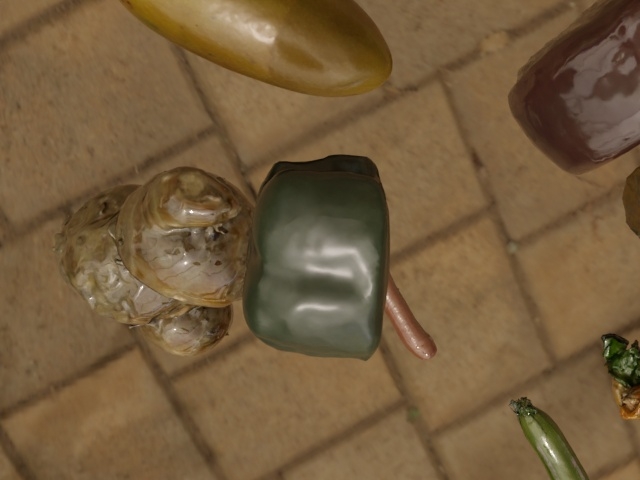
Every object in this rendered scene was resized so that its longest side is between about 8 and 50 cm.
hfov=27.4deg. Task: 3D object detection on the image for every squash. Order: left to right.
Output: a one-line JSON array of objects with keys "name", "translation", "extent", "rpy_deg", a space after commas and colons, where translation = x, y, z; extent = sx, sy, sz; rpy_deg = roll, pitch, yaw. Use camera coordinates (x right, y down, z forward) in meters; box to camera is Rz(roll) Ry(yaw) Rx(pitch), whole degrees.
[{"name": "squash", "translation": [0.317, 0.288, 1.797], "extent": [0.052, 0.052, 0.183], "rpy_deg": [-34, 97, -2]}]

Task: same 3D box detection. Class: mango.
[{"name": "mango", "translation": [-0.055, -0.194, 1.070], "extent": [0.253, 0.138, 0.113], "rpy_deg": [25, 110, -7]}]

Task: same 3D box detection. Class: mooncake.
[{"name": "mooncake", "translation": [0.000, 0.000, 0.922], "extent": [0.104, 0.175, 0.168], "rpy_deg": [9, 66, 0]}, {"name": "mooncake", "translation": [0.407, -0.239, 1.680], "extent": [0.334, 0.326, 0.174], "rpy_deg": [-41, 91, -13]}]

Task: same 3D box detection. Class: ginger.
[{"name": "ginger", "translation": [-0.172, 0.012, 1.554], "extent": [0.256, 0.375, 0.176], "rpy_deg": [31, 62, -11]}]

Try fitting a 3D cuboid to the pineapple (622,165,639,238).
[{"name": "pineapple", "translation": [0.511, -0.032, 1.710], "extent": [0.251, 0.125, 0.125], "rpy_deg": [14, 105, -25]}]

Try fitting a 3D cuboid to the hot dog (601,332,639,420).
[{"name": "hot dog", "translation": [0.244, 0.097, 0.743], "extent": [0.188, 0.055, 0.072], "rpy_deg": [16, 149, -15]}]

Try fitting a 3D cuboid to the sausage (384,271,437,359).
[{"name": "sausage", "translation": [0.108, 0.092, 1.872], "extent": [0.043, 0.043, 0.186], "rpy_deg": [-31, 103, -3]}]
